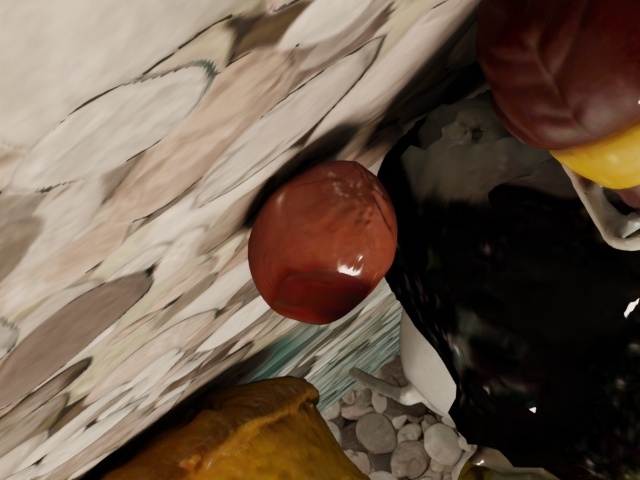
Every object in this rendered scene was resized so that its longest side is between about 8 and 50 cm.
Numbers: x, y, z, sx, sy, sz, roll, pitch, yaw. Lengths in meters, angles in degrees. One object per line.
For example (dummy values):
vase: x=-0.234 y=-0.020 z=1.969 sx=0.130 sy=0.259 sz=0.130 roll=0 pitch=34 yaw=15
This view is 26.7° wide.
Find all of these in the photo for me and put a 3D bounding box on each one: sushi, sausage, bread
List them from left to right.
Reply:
bread: x=-0.055 y=0.217 z=1.049 sx=0.179 sy=0.194 sz=0.340 roll=-40 pitch=168 yaw=22
sausage: x=0.000 y=0.000 z=0.574 sx=0.094 sy=0.059 sz=0.054 roll=124 pitch=-25 yaw=-65
sushi: x=0.197 y=0.063 z=0.620 sx=0.328 sy=0.285 sz=0.328 roll=7 pitch=-159 yaw=28

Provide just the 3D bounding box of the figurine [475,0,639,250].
figurine: x=0.141 y=-0.100 z=0.437 sx=0.240 sy=0.116 sz=0.174 roll=-39 pitch=-168 yaw=-36

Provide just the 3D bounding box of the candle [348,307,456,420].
candle: x=0.183 y=0.015 z=0.909 sx=0.342 sy=0.221 sz=0.221 roll=-38 pitch=172 yaw=-5
